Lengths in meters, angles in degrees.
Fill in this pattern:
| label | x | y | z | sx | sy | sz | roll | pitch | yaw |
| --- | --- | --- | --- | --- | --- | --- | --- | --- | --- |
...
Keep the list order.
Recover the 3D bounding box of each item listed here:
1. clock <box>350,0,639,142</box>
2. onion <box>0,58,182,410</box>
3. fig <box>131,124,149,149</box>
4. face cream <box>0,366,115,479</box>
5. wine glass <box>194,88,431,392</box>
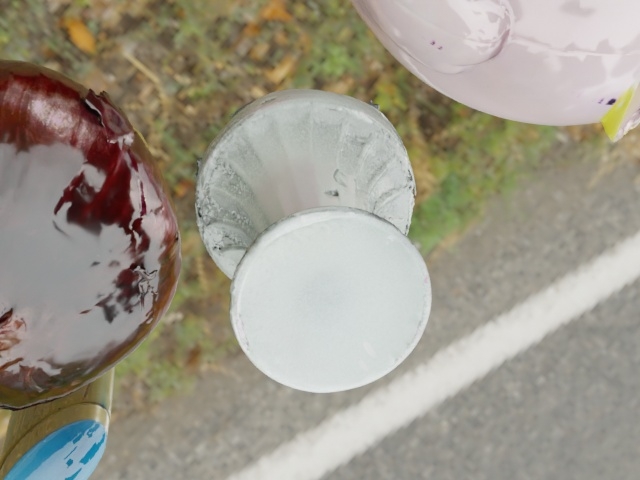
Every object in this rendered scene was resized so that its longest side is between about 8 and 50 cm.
| label | x | y | z | sx | sy | sz | roll | pitch | yaw |
| --- | --- | --- | --- | --- | --- | --- | --- | --- | --- |
| clock | 0.139 | -0.287 | 1.141 | 0.368 | 0.376 | 0.251 | -41 | 160 | -35 |
| onion | -0.256 | 0.007 | 1.194 | 0.313 | 0.232 | 0.314 | -1 | 127 | -1 |
| fig | -0.242 | -0.083 | 1.666 | 0.160 | 0.143 | 0.231 | -41 | -160 | 25 |
| face cream | -0.272 | 0.191 | 1.627 | 0.139 | 0.067 | 0.285 | -39 | -165 | 6 |
| wine glass | 0.000 | 0.000 | 1.063 | 0.164 | 0.196 | 0.165 | -3 | 114 | -8 |
